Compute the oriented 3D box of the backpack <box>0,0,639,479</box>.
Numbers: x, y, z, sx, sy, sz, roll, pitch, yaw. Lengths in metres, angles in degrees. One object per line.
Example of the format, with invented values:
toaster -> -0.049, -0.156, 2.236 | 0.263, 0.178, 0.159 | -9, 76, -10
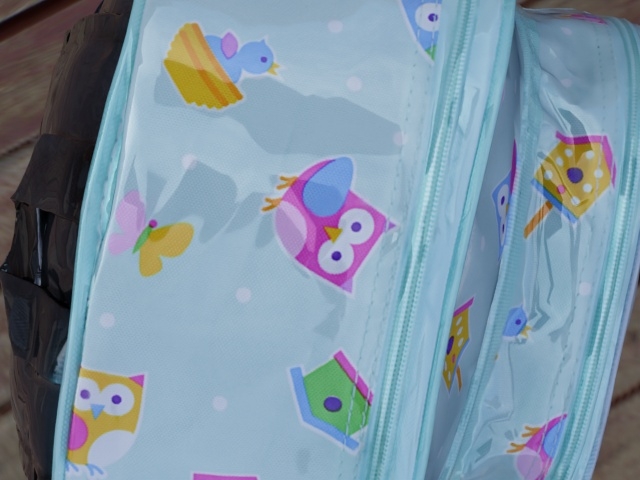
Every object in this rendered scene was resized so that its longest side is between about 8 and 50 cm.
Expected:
backpack -> 0.000, 0.000, 0.451 | 0.144, 0.188, 0.166 | 13, 95, 5
